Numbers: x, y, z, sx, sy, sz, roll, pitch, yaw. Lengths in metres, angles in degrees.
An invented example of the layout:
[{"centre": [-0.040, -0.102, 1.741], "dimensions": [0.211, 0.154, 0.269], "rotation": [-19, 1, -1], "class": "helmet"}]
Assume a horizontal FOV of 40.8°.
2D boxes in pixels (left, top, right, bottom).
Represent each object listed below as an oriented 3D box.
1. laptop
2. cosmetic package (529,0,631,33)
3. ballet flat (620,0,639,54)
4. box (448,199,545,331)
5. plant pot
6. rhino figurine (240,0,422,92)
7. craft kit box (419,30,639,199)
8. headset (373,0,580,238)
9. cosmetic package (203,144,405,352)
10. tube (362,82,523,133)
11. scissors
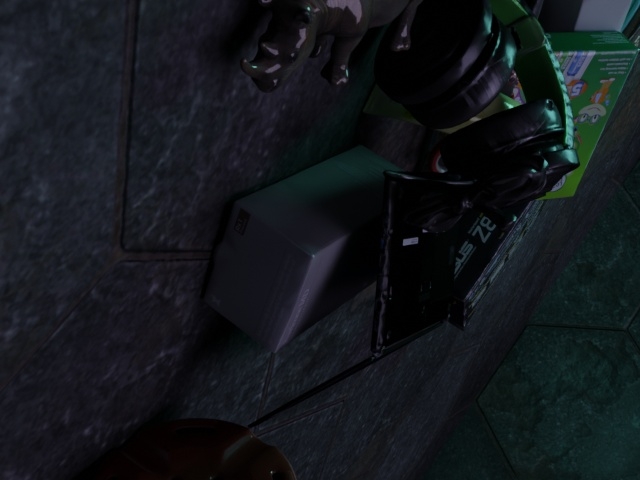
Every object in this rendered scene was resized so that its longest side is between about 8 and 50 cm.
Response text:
[{"centre": [0.046, 0.055, 0.910], "dimensions": [0.234, 0.136, 0.265], "rotation": [-10, 105, -65], "class": "laptop"}, {"centre": [0.348, -0.298, 1.194], "dimensions": [0.085, 0.117, 0.231], "rotation": [-11, 143, -14], "class": "cosmetic package"}, {"centre": [0.484, -0.420, 1.242], "dimensions": [0.181, 0.164, 0.483], "rotation": [-2, 127, -20], "class": "ballet flat"}, {"centre": [0.324, -0.045, 1.505], "dimensions": [0.395, 0.097, 0.318], "rotation": [-56, 163, -6], "class": "box"}, {"centre": [-0.131, 0.346, 0.880], "dimensions": [0.272, 0.272, 0.265], "rotation": [-35, 141, -46], "class": "plant pot"}, {"centre": [0.014, -0.187, 0.696], "dimensions": [0.243, 0.073, 0.106], "rotation": [-38, 155, -40], "class": "rhino figurine"}, {"centre": [0.271, -0.159, 1.161], "dimensions": [0.249, 0.061, 0.247], "rotation": [-7, 136, -21], "class": "craft kit box"}, {"centre": [0.173, -0.135, 0.830], "dimensions": [0.185, 0.243, 0.394], "rotation": [-21, -157, 40], "class": "headset"}, {"centre": [0.000, 0.000, 0.881], "dimensions": [0.238, 0.107, 0.127], "rotation": [-35, 152, -51], "class": "cosmetic package"}, {"centre": [0.155, -0.155, 0.987], "dimensions": [0.240, 0.062, 0.070], "rotation": [15, 68, -37], "class": "tube"}, {"centre": [0.233, -0.186, 1.065], "dimensions": [0.108, 0.021, 0.297], "rotation": [10, 125, -31], "class": "scissors"}]
